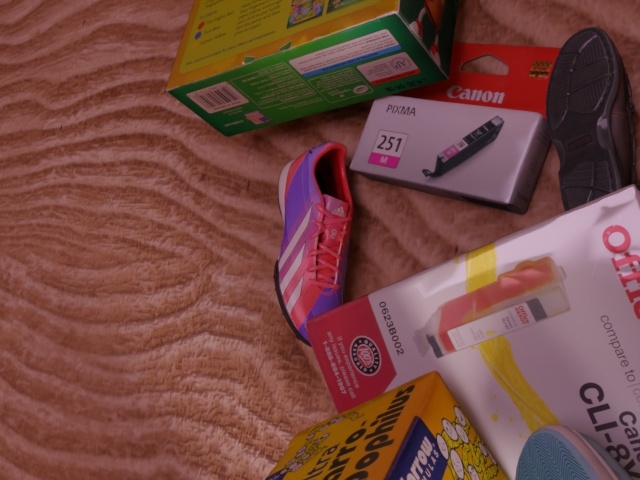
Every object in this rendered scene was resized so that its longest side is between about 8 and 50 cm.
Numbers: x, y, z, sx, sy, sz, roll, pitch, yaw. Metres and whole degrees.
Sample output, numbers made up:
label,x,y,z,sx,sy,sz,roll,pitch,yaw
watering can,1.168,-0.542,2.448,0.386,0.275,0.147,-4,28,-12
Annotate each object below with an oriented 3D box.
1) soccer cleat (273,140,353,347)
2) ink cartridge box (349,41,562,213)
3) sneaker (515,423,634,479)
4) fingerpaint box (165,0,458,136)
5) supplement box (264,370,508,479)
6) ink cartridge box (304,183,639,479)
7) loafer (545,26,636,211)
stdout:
label,x,y,z,sx,sy,sz,roll,pitch,yaw
soccer cleat,0.000,0.000,1.018,0.116,0.108,0.318,-33,52,47
ink cartridge box,0.197,-0.181,0.969,0.275,0.060,0.239,18,88,40
sneaker,0.305,0.291,0.549,0.127,0.208,0.319,-61,40,43
fingerpaint box,-0.002,-0.398,1.102,0.445,0.163,0.371,-8,61,36
supplement box,0.102,0.338,0.611,0.195,0.194,0.356,-32,93,27
ink cartridge box,0.215,0.138,0.729,0.385,0.160,0.279,-26,80,28
loafer,0.339,-0.130,0.834,0.096,0.084,0.267,-17,61,47
